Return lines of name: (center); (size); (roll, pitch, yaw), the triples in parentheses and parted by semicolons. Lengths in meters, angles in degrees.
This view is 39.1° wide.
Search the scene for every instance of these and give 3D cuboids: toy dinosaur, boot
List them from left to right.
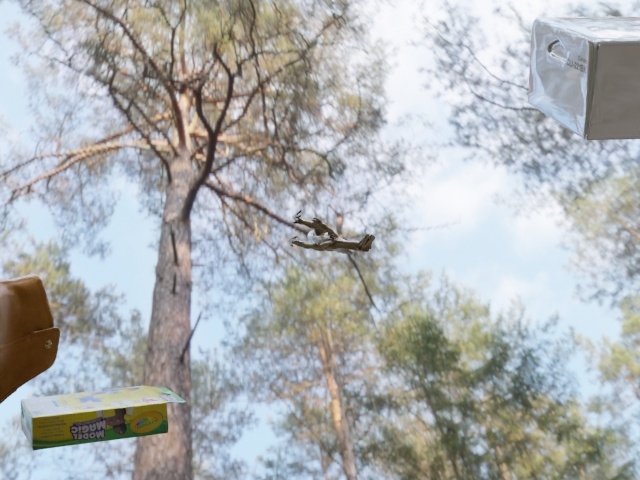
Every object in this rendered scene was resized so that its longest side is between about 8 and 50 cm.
boot: (-0.433, 0.198, 1.184); (0.104, 0.211, 0.295); (8, -81, 27)
toy dinosaur: (0.000, 0.000, 1.262); (0.093, 0.183, 0.053); (26, -99, -29)

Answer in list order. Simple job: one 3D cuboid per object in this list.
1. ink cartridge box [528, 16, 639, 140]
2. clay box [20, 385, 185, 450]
ink cartridge box: (0.405, -0.197, 1.062); (0.273, 0.197, 0.114); (-1, -69, -7)
clay box: (-0.322, 0.259, 1.338); (0.222, 0.127, 0.053); (-1, -87, -25)
